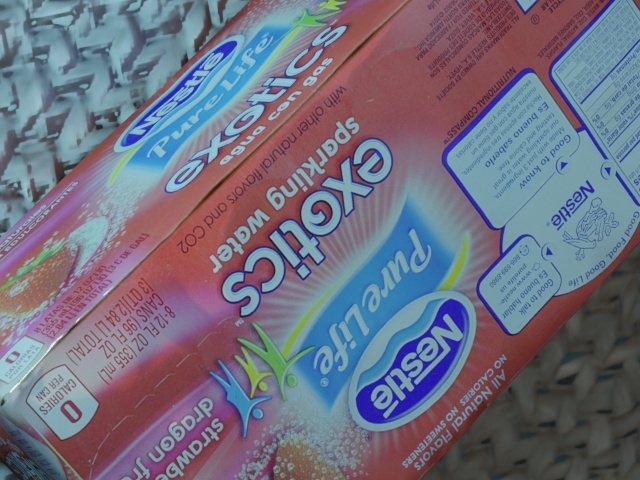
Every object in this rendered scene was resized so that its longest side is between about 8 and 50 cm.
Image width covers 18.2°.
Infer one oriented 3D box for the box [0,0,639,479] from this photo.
[{"bbox_3d":[0.000,0.000,0.813,0.300,0.142,0.154,-46,114,-16],"label":"box"}]
